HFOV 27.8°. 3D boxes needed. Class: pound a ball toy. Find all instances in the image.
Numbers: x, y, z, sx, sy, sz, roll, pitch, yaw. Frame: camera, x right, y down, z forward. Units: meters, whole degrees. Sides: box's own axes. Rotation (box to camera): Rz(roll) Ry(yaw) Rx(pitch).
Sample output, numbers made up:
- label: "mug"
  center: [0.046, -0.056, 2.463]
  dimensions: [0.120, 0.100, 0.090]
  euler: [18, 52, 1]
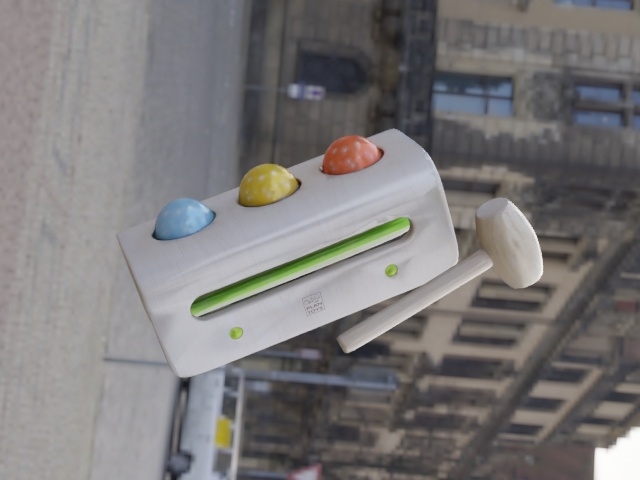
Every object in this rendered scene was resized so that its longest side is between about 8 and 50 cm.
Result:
- label: "pound a ball toy"
  center: [0.000, 0.000, 1.107]
  dimensions: [0.208, 0.319, 0.135]
  euler: [-130, -159, -65]
